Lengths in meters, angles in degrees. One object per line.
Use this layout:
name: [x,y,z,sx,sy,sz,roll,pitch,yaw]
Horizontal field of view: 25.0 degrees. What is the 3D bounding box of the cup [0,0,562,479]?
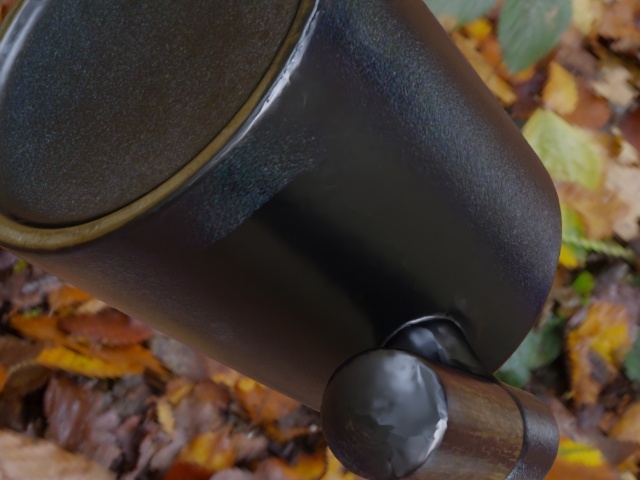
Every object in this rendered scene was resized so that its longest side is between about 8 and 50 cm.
cup: [-0.014,0.003,0.518,0.177,0.166,0.239,40,39,-42]
